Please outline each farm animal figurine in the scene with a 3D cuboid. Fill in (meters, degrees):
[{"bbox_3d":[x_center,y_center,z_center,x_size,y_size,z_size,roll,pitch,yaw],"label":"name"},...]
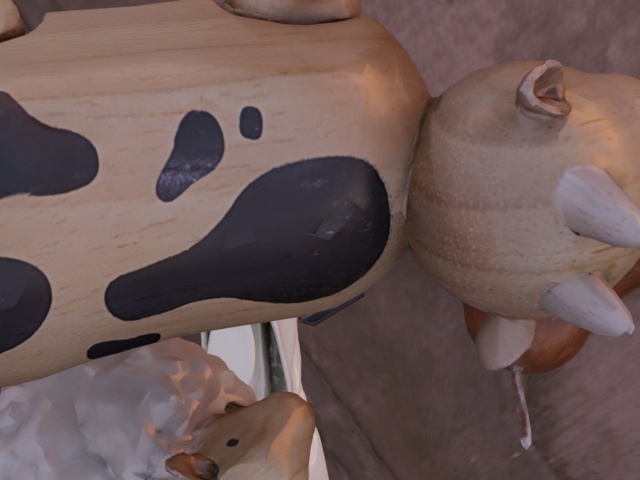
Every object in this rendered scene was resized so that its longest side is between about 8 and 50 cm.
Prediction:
[{"bbox_3d":[0.005,-0.050,0.355,0.327,0.330,0.172,-23,34,-6],"label":"farm animal figurine"}]

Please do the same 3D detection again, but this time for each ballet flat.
[{"bbox_3d":[-0.074,0.186,1.418,0.139,0.139,0.400,-4,105,4],"label":"ballet flat"}]

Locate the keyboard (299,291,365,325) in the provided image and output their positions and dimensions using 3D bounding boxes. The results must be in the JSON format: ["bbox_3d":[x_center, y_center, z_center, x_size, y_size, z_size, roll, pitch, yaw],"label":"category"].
[{"bbox_3d":[0.000,0.000,1.336,0.108,0.023,0.180,-28,45,28],"label":"keyboard"}]
